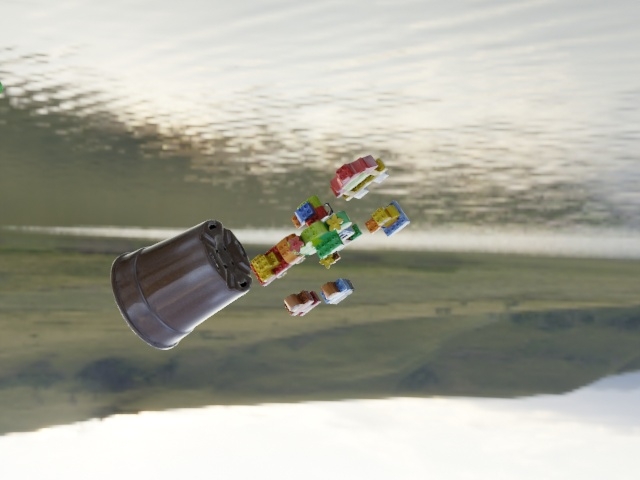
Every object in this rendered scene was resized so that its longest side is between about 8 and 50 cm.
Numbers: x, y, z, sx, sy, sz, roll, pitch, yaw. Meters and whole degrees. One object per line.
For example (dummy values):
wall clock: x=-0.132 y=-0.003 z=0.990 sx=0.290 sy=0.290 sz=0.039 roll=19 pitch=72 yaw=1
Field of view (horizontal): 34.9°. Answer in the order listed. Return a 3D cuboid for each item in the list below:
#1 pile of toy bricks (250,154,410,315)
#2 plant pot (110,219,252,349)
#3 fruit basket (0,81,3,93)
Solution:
pile of toy bricks: x=0.000 y=0.000 z=1.181 sx=0.212 sy=0.118 sz=0.105 roll=-39 pitch=160 yaw=19
plant pot: x=-0.204 y=0.059 z=1.565 sx=0.165 sy=0.167 sz=0.167 roll=-28 pitch=167 yaw=20
fruit basket: x=-0.805 y=-0.418 z=2.026 sx=0.283 sy=0.392 sz=0.392 roll=-11 pitch=172 yaw=32
